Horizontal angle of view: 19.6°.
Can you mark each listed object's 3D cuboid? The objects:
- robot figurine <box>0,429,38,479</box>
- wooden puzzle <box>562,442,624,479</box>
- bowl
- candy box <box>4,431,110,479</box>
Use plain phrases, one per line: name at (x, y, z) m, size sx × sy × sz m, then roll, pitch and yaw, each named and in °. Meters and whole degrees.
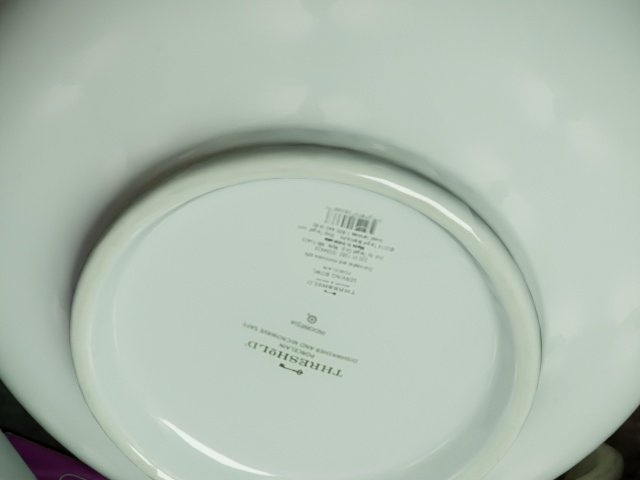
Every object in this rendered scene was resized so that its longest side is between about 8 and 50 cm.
robot figurine at (-0.202, 0.101, 0.608) m, size 0.353 × 0.199 × 0.300 m, roll 52°, pitch 153°, yaw 11°
wooden puzzle at (0.006, 0.190, 0.693) m, size 0.044 × 0.238 × 0.221 m, roll 38°, pitch 127°, yaw 24°
bowl at (0.000, 0.000, 0.605) m, size 0.297 × 0.134 × 0.298 m, roll 2°, pitch 125°, yaw 3°
candy box at (-0.109, 0.207, 0.789) m, size 0.159 × 0.071 × 0.233 m, roll 24°, pitch 123°, yaw -11°
